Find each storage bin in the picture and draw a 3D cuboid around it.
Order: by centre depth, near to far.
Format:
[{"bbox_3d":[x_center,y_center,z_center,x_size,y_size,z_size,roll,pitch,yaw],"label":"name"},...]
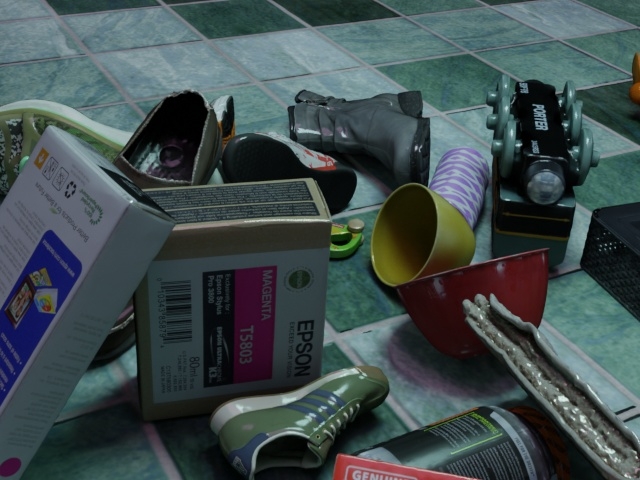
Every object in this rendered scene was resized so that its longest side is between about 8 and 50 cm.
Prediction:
[{"bbox_3d":[0.438,0.030,1.178,0.122,0.084,0.180,-9,34,-19],"label":"storage bin"}]

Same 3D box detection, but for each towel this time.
[{"bbox_3d":[0.244,0.166,0.848,0.049,0.187,0.282,-42,36,3],"label":"towel"}]

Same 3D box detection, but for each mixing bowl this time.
[{"bbox_3d":[0.181,0.077,1.028,0.181,0.098,0.181,-14,-4,-1],"label":"mixing bowl"}]

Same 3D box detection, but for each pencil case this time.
[{"bbox_3d":[0.189,-0.059,1.301,0.086,0.088,0.206,44,35,-7],"label":"pencil case"}]

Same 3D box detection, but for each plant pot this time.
[{"bbox_3d":[0.142,0.003,1.167,0.095,0.134,0.134,15,23,-32],"label":"plant pot"}]

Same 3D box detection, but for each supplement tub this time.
[{"bbox_3d":[0.120,0.218,0.806,0.190,0.117,0.117,-14,36,-26],"label":"supplement tub"}]

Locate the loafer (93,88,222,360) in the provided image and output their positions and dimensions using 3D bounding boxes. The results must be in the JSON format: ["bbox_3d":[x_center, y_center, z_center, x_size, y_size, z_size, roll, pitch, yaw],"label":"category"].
[{"bbox_3d":[-0.221,-0.039,1.059,0.133,0.130,0.366,18,61,0],"label":"loafer"}]

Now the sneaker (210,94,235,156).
[{"bbox_3d":[-0.205,-0.156,1.401,0.121,0.099,0.262,4,30,8],"label":"sneaker"}]

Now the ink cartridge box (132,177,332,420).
[{"bbox_3d":[-0.094,0.062,0.923,0.193,0.235,0.088,-5,33,-12],"label":"ink cartridge box"}]

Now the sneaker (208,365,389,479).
[{"bbox_3d":[-0.007,0.188,0.899,0.192,0.064,0.086,-11,42,-22],"label":"sneaker"}]

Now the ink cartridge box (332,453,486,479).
[{"bbox_3d":[0.119,0.286,0.645,0.275,0.060,0.239,9,65,8],"label":"ink cartridge box"}]

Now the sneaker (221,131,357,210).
[{"bbox_3d":[-0.079,-0.107,1.272,0.145,0.090,0.270,27,10,36],"label":"sneaker"}]

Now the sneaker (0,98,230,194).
[{"bbox_3d":[-0.333,-0.069,1.207,0.410,0.158,0.182,10,40,13],"label":"sneaker"}]

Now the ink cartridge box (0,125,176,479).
[{"bbox_3d":[-0.285,0.090,0.825,0.176,0.371,0.069,38,5,42],"label":"ink cartridge box"}]

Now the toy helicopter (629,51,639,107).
[{"bbox_3d":[0.642,-0.237,1.590,0.235,0.140,0.355,15,36,22],"label":"toy helicopter"}]

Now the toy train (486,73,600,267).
[{"bbox_3d":[0.298,-0.108,1.285,0.142,0.190,0.334,7,31,4],"label":"toy train"}]

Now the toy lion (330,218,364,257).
[{"bbox_3d":[0.000,0.000,1.232,0.100,0.034,0.096,15,40,16],"label":"toy lion"}]

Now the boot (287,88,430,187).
[{"bbox_3d":[0.055,-0.155,1.430,0.222,0.118,0.338,1,21,0],"label":"boot"}]
